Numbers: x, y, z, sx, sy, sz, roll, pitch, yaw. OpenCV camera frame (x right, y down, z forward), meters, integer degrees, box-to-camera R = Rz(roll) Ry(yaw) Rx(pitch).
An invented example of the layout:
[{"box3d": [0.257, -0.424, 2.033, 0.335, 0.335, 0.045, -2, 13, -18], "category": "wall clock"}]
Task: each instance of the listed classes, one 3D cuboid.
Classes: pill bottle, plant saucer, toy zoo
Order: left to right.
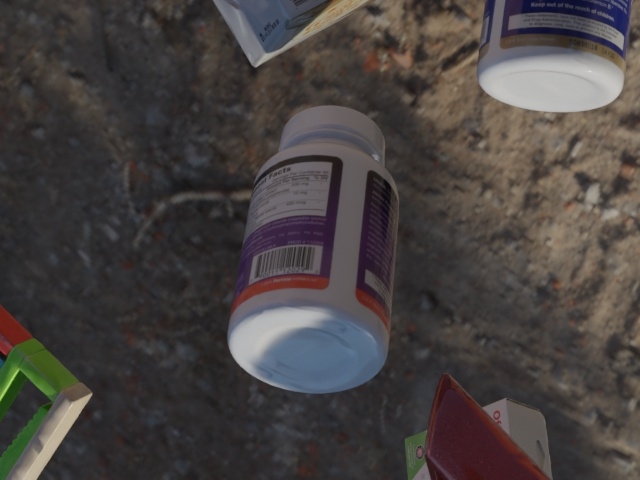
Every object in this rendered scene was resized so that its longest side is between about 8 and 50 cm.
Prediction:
[{"box3d": [-0.347, 0.103, 0.998, 0.293, 0.030, 0.192, 41, 113, 12], "category": "toy zoo"}, {"box3d": [0.000, 0.000, 0.823, 0.108, 0.193, 0.108, 5, 141, 4], "category": "pill bottle"}, {"box3d": [0.163, 0.247, 0.819, 0.258, 0.048, 0.259, 46, 164, 33], "category": "plant saucer"}, {"box3d": [0.255, -0.282, 1.237, 0.153, 0.264, 0.153, 8, 169, 2], "category": "pill bottle"}]

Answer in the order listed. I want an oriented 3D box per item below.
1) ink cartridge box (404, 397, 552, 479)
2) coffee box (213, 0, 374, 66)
[{"box3d": [0.235, 0.346, 1.755, 0.093, 0.154, 0.212, 24, 141, -38], "category": "ink cartridge box"}, {"box3d": [0.033, -0.265, 1.027, 0.098, 0.246, 0.141, 59, 162, -2], "category": "coffee box"}]
